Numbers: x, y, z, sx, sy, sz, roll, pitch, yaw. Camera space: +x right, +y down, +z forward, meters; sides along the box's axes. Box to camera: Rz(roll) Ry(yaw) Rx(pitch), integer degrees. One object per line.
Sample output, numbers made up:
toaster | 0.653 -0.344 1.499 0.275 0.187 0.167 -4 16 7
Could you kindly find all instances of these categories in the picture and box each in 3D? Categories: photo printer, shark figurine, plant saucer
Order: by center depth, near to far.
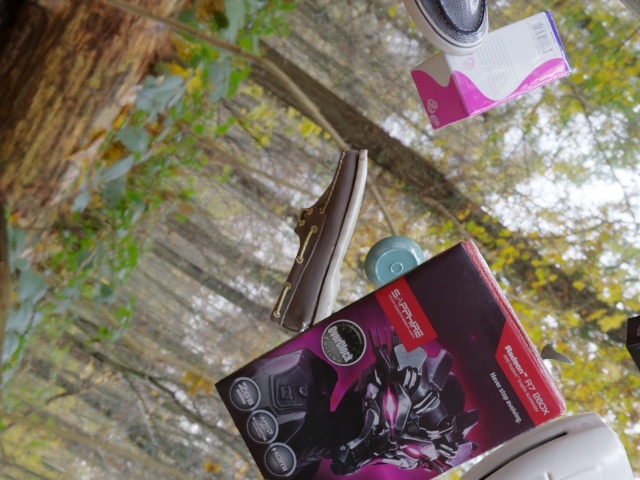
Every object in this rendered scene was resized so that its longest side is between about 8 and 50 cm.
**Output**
photo printer | 0.352 0.406 1.098 0.256 0.307 0.107 -28 -149 1
plant saucer | 0.145 0.050 1.410 0.119 0.119 0.021 -52 -162 14
shark figurine | 0.463 0.360 1.676 0.116 0.166 0.278 149 -47 -82

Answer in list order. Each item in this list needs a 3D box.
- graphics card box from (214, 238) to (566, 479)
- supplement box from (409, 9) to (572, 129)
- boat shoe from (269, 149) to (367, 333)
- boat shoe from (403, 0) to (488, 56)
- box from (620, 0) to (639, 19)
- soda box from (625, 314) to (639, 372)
graphics card box | 0.081 0.187 0.907 0.371 0.232 0.094 -30 173 13
supplement box | 0.274 -0.274 1.179 0.220 0.111 0.114 -25 -174 -23
boat shoe | 0.000 0.000 1.197 0.116 0.097 0.324 -42 148 -78
boat shoe | 0.178 -0.442 1.023 0.127 0.340 0.158 -19 179 -18
box | 0.200 -0.264 0.368 0.121 0.311 0.148 -29 -124 5
soda box | 0.424 0.097 0.788 0.169 0.053 0.060 -24 -163 34
